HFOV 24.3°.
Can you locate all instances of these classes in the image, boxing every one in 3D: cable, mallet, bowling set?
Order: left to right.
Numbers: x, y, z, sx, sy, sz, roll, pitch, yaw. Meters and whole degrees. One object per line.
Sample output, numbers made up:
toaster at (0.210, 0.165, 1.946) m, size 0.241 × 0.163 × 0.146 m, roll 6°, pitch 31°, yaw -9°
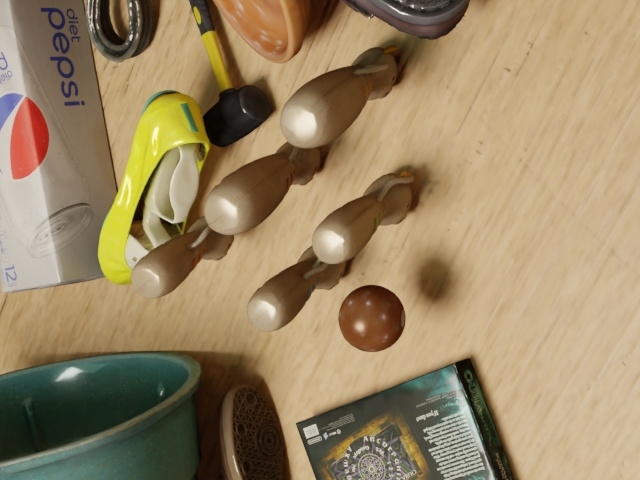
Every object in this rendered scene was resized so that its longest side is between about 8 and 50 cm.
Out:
cable at (-0.186, -0.301, 1.329) m, size 0.139 × 0.072 × 0.287 m, roll 28°, pitch 116°, yaw 12°
mallet at (-0.092, -0.181, 1.324) m, size 0.062 × 0.039 × 0.189 m, roll -19°, pitch 81°, yaw 42°
bowling set at (0.000, 0.000, 1.229) m, size 0.200 × 0.154 × 0.287 m, roll 50°, pitch 125°, yaw 0°

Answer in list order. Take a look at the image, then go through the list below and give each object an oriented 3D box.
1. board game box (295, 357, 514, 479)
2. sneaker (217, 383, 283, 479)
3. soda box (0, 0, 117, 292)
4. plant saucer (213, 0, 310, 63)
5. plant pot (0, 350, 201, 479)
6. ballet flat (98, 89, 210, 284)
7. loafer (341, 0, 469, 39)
board game box at (0.071, 0.186, 1.251) m, size 0.186 × 0.026 × 0.126 m, roll -25°, pitch 81°, yaw 39°
sneaker at (-0.071, 0.227, 1.348) m, size 0.071 × 0.066 × 0.188 m, roll -15°, pitch 87°, yaw 41°
soda box at (-0.271, -0.098, 1.442) m, size 0.091 × 0.098 × 0.286 m, roll -10°, pitch 90°, yaw 40°
plant saucer at (-0.066, -0.242, 1.230) m, size 0.200 × 0.037 × 0.200 m, roll 52°, pitch 166°, yaw 19°
plant pot at (-0.239, 0.310, 1.350) m, size 0.341 × 0.341 × 0.334 m, roll -5°, pitch 101°, yaw 40°
ballet flat at (-0.147, -0.027, 1.340) m, size 0.077 × 0.077 × 0.231 m, roll 52°, pitch 137°, yaw 34°
loafer at (0.017, -0.262, 1.196) m, size 0.302 × 0.109 × 0.095 m, roll 49°, pitch 165°, yaw 23°
